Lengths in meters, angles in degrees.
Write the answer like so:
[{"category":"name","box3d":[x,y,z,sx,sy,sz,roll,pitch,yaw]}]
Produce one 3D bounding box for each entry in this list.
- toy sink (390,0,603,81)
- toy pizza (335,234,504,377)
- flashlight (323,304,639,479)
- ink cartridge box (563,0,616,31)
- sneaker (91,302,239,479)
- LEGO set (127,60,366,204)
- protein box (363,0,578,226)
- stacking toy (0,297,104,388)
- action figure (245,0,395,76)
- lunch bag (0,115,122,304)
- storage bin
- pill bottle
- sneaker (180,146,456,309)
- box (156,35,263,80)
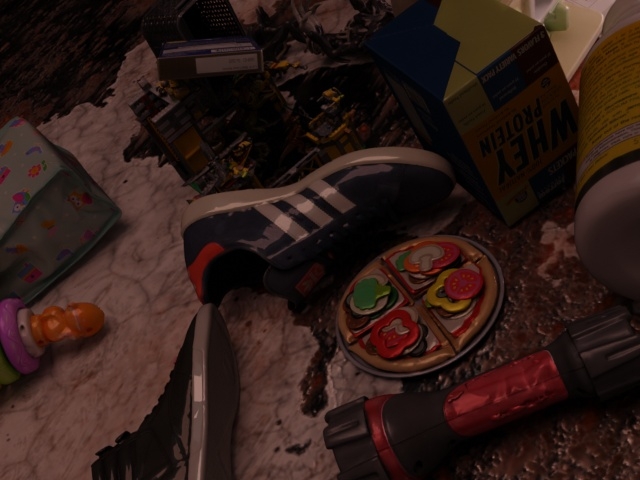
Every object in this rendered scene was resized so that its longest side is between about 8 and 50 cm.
[{"category":"toy sink","box3d":[0.232,-0.309,1.242,0.234,0.131,0.153,26,69,28]},{"category":"toy pizza","box3d":[0.106,0.065,1.070,0.201,0.032,0.201,-18,42,17]},{"category":"flashlight","box3d":[0.156,0.152,0.893,0.304,0.103,0.103,-24,39,11]},{"category":"ink cartridge box","box3d":[0.289,-0.313,1.340,0.181,0.056,0.225,-42,59,-12]},{"category":"sneaker","box3d":[-0.174,0.199,1.056,0.147,0.104,0.295,-13,47,14]},{"category":"LEGO set","box3d":[-0.114,-0.171,1.328,0.255,0.192,0.331,-37,40,-5]},{"category":"protein box","box3d":[0.185,-0.164,1.113,0.136,0.201,0.200,-37,38,-1]},{"category":"stacking toy","box3d":[-0.434,0.138,1.274,0.302,0.175,0.165,-18,43,0]},{"category":"action figure","box3d":[0.011,-0.342,1.466,0.276,0.141,0.164,-8,34,29]},{"category":"lunch bag","box3d":[-0.466,-0.026,1.441,0.262,0.160,0.223,-47,44,0]},{"category":"storage bin","box3d":[-0.188,-0.307,1.520,0.084,0.180,0.122,5,48,37]},{"category":"pill bottle","box3d":[0.357,-0.115,0.968,0.188,0.188,0.334,-9,46,26]},{"category":"sneaker","box3d":[0.000,0.000,1.150,0.350,0.131,0.148,-16,58,16]},{"category":"box","box3d":[-0.155,-0.256,1.331,0.136,0.036,0.225,-6,18,-6]}]
